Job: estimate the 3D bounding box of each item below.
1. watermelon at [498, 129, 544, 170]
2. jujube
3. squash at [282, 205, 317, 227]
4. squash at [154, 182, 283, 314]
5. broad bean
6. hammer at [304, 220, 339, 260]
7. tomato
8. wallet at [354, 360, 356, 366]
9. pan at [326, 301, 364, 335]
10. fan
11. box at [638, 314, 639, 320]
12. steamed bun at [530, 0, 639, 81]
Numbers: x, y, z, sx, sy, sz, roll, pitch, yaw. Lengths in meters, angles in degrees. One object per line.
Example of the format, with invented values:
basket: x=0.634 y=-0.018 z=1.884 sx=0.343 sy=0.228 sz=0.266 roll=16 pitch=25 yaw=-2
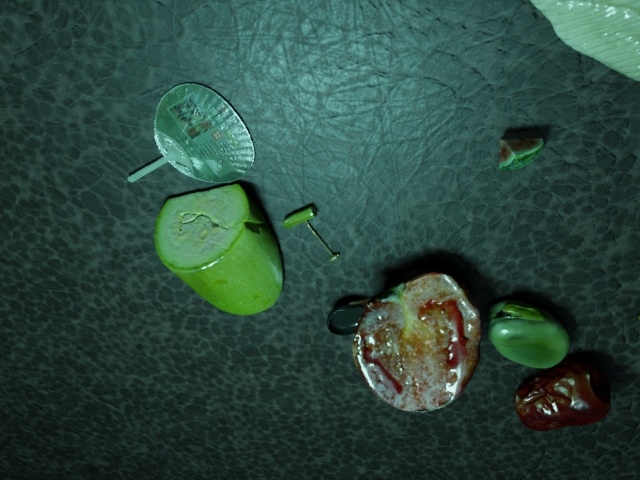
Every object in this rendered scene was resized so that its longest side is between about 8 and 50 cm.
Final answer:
watermelon: x=0.375 y=-0.169 z=1.095 sx=0.084 sy=0.072 sz=0.092 roll=-2 pitch=165 yaw=-2
jujube: x=0.578 y=0.378 z=1.399 sx=0.230 sy=0.155 sz=0.155 roll=-32 pitch=115 yaw=34
squash: x=-0.049 y=-0.049 z=1.268 sx=0.083 sy=0.027 sz=0.027 roll=-22 pitch=120 yaw=24
squash: x=-0.203 y=0.046 z=1.347 sx=0.233 sy=0.210 sz=0.309 roll=-12 pitch=152 yaw=16
broad bean: x=0.477 y=0.216 z=1.336 sx=0.169 sy=0.100 sz=0.228 roll=-15 pitch=135 yaw=29
hammer: x=0.000 y=0.000 z=1.305 sx=0.029 sy=0.014 sz=0.123 roll=-31 pitch=115 yaw=18
tomato: x=0.216 y=0.212 z=1.304 sx=0.308 sy=0.170 sz=0.309 roll=0 pitch=96 yaw=2
wallet: x=0.220 y=0.301 z=1.439 sx=0.241 sy=0.067 sz=0.141 roll=23 pitch=123 yaw=-17
pan: x=0.112 y=0.205 z=1.422 sx=0.212 sy=0.040 sz=0.115 roll=23 pitch=129 yaw=-26
fan: x=-0.283 y=-0.215 z=1.196 sx=0.294 sy=0.012 sz=0.223 roll=2 pitch=126 yaw=8
box: x=0.818 y=0.118 z=1.091 sx=0.115 sy=0.264 sz=0.415 roll=23 pitch=126 yaw=-5
steamed bun: x=0.472 y=-0.397 z=0.794 sx=0.324 sy=0.220 sz=0.310 roll=24 pitch=164 yaw=-3
